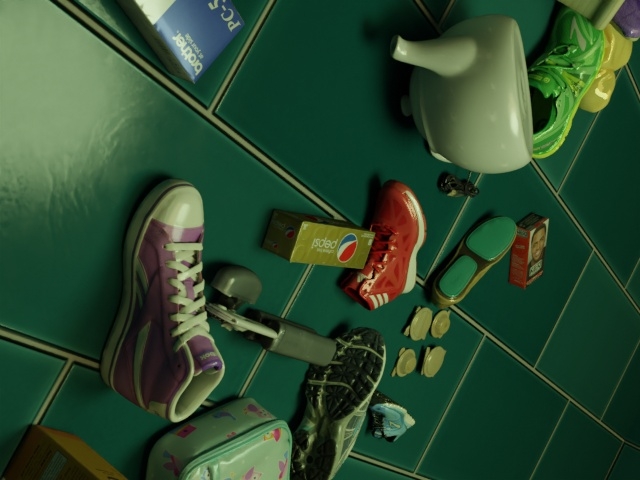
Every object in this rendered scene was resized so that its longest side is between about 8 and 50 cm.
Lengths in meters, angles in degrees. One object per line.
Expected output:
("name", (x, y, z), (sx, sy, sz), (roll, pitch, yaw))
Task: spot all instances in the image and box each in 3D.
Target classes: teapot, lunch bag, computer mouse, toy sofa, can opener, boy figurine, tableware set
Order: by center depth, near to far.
("can opener", (-0.062, 0.108, 1.279), (0.283, 0.076, 0.095), (27, 89, -55))
("lunch bag", (-0.152, 0.383, 1.292), (0.224, 0.108, 0.279), (-18, 123, -45))
("teapot", (0.216, -0.211, 1.366), (0.252, 0.187, 0.256), (-53, 133, -63))
("computer mouse", (0.264, -0.166, 1.563), (0.106, 0.042, 0.193), (-1, 116, -46))
("toy sofa", (0.580, -0.542, 1.583), (0.362, 0.177, 0.150), (-53, 173, -18))
("tableware set", (0.196, 0.192, 1.695), (0.169, 0.020, 0.141), (9, 100, -52))
("boy figurine", (0.557, -0.394, 1.756), (0.177, 0.092, 0.285), (-15, 121, -47))

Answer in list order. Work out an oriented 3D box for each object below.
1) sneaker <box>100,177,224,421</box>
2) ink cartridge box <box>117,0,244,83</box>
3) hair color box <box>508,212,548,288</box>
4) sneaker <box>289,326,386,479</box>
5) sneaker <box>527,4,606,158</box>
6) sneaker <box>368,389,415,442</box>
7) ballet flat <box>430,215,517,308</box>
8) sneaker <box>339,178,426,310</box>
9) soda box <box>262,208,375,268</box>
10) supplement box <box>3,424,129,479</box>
("sneaker", (-0.159, 0.077, 1.072), (0.102, 0.161, 0.282), (-2, 110, -49))
("ink cartridge box", (-0.167, -0.274, 0.960), (0.097, 0.046, 0.207), (-53, 142, -15))
("hair color box", (0.432, 0.022, 1.871), (0.072, 0.043, 0.141), (-31, 131, -37))
("sneaker", (0.027, 0.271, 1.483), (0.283, 0.110, 0.122), (-64, 162, 1))
("sneaker", (0.428, -0.294, 1.635), (0.123, 0.109, 0.295), (7, 102, -53))
("sneaker", (0.120, 0.328, 1.641), (0.073, 0.063, 0.162), (-53, 142, -11))
("ballet flat", (0.279, 0.040, 1.686), (0.232, 0.080, 0.073), (-41, 165, -26))
("sneaker", (0.095, 0.022, 1.419), (0.128, 0.087, 0.221), (-35, 133, -36))
("soda box", (0.000, 0.000, 1.310), (0.181, 0.058, 0.061), (8, 103, -52))
("supplement box", (-0.253, 0.298, 1.013), (0.078, 0.233, 0.080), (37, 79, -53))
